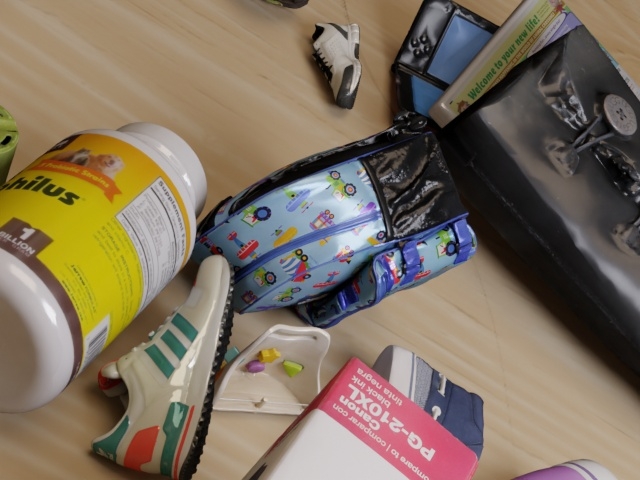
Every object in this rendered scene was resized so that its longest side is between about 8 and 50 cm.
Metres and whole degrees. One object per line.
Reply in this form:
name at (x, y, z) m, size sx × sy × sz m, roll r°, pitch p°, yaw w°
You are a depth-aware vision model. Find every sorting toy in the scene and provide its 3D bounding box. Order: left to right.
sorting toy at (-0.032, 0.082, 0.946) m, size 0.083 × 0.075 × 0.045 m, roll 8°, pitch 47°, yaw -34°

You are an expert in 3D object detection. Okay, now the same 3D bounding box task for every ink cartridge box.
ink cartridge box at (-0.034, 0.199, 0.749) m, size 0.100 × 0.172 × 0.237 m, roll 39°, pitch 38°, yaw 1°

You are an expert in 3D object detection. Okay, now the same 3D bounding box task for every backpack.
backpack at (0.000, 0.000, 0.997) m, size 0.173 × 0.158 × 0.117 m, roll -22°, pitch 85°, yaw -34°

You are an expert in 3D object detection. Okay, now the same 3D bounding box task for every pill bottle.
pill bottle at (-0.156, 0.006, 0.888) m, size 0.117 × 0.117 × 0.215 m, roll 39°, pitch 38°, yaw 1°

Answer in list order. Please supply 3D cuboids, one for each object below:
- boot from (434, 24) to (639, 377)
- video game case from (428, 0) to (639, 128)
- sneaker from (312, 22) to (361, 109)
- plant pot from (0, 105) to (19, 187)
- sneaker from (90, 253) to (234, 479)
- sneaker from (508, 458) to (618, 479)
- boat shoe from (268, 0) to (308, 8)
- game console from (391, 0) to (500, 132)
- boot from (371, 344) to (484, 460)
boot at (0.340, -0.002, 1.257) m, size 0.445 × 0.146 × 0.367 m, roll 47°, pitch 39°, yaw 6°
video game case at (0.219, -0.113, 1.313) m, size 0.193 × 0.023 × 0.212 m, roll 46°, pitch 55°, yaw -8°
sneaker at (0.013, -0.156, 1.257) m, size 0.043 × 0.040 × 0.109 m, roll 8°, pitch 41°, yaw -11°
plant pot at (-0.232, -0.050, 0.913) m, size 0.083 × 0.079 × 0.083 m, roll 23°, pitch 41°, yaw -21°
sneaker at (-0.100, 0.073, 0.898) m, size 0.075 × 0.057 × 0.161 m, roll 10°, pitch 58°, yaw 2°
sneaker at (0.184, 0.279, 0.917) m, size 0.161 × 0.102 × 0.282 m, roll -7°, pitch 46°, yaw -39°
boat shoe at (-0.086, -0.300, 1.294) m, size 0.081 × 0.069 × 0.228 m, roll -36°, pitch 69°, yaw -10°
game console at (0.146, -0.146, 1.308) m, size 0.144 × 0.124 × 0.085 m, roll 26°, pitch 1°, yaw -17°
boot at (0.069, 0.152, 0.962) m, size 0.086 × 0.069 × 0.190 m, roll 28°, pitch 37°, yaw -9°
